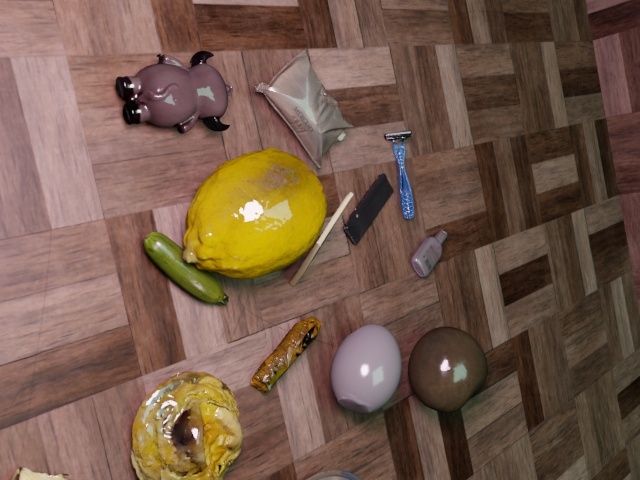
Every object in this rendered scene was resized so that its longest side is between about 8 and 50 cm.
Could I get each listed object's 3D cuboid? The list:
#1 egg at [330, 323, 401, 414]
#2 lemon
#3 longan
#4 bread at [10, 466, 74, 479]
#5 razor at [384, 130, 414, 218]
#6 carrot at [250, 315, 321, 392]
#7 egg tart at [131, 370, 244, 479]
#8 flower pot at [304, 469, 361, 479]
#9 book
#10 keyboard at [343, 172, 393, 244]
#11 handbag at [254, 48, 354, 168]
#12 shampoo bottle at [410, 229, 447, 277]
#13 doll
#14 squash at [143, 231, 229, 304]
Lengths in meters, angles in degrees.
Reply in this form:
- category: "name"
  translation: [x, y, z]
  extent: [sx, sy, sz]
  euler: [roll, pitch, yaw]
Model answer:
- category: "egg"
  translation: [0.118, 0.318, 1.782]
  extent: [0.176, 0.176, 0.231]
  euler: [37, 58, -34]
- category: "lemon"
  translation: [-0.141, -0.052, 1.529]
  extent: [0.316, 0.285, 0.285]
  euler: [-44, 120, 3]
- category: "longan"
  translation: [0.361, 0.359, 1.976]
  extent: [0.246, 0.215, 0.245]
  euler: [-2, 94, -26]
- category: "bread"
  translation: [-0.455, 0.521, 1.277]
  extent: [0.266, 0.142, 0.178]
  euler: [37, 21, -32]
- category: "razor"
  translation: [0.241, -0.188, 2.042]
  extent: [0.082, 0.042, 0.253]
  euler: [-9, 93, -1]
- category: "carrot"
  translation: [-0.079, 0.269, 1.684]
  extent: [0.228, 0.069, 0.069]
  euler: [-47, 116, -34]
- category: "egg tart"
  translation: [-0.258, 0.420, 1.467]
  extent: [0.297, 0.132, 0.296]
  euler: [1, 89, -47]
- category: "flower pot"
  translation: [0.037, 0.693, 1.674]
  extent: [0.212, 0.213, 0.202]
  euler: [-44, 128, -36]
- category: "book"
  translation: [0.001, 0.001, 1.682]
  extent: [0.018, 0.241, 0.170]
  euler: [33, 60, 0]
- category: "keyboard"
  translation: [0.132, -0.088, 1.945]
  extent: [0.231, 0.023, 0.072]
  euler: [-54, 127, -32]
- category: "handbag"
  translation: [-0.029, -0.333, 1.759]
  extent: [0.182, 0.117, 0.270]
  euler: [-49, 119, -19]
- category: "shampoo bottle"
  translation: [0.328, 0.032, 2.099]
  extent: [0.165, 0.040, 0.080]
  euler: [-50, 117, -34]
- category: "doll"
  translation: [-0.301, -0.309, 1.504]
  extent: [0.257, 0.117, 0.181]
  euler: [-19, 100, -42]
- category: "squash"
  translation: [-0.283, 0.072, 1.513]
  extent: [0.252, 0.066, 0.066]
  euler: [45, 58, -30]
